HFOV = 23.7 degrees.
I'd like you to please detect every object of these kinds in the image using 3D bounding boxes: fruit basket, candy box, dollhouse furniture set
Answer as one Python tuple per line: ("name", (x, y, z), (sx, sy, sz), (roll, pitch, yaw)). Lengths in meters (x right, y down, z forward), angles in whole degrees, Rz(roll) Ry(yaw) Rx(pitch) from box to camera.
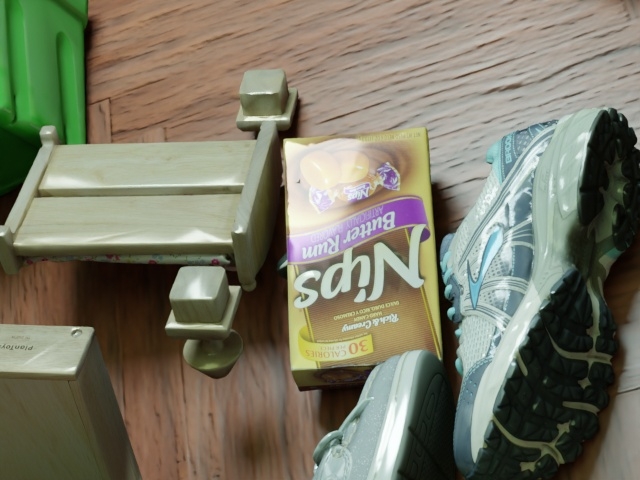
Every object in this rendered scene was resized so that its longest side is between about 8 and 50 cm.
("fruit basket", (-0.401, -0.192, 1.334), (0.392, 0.283, 0.392), (-3, 78, 16))
("candy box", (0.031, 0.013, 1.113), (0.109, 0.053, 0.186), (-5, 67, 5))
("dollhouse furniture set", (-0.185, 0.036, 1.197), (0.303, 0.174, 0.355), (1, 41, 12))

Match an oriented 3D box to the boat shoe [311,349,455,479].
("boat shoe", (0.008, 0.218, 0.993), (0.103, 0.118, 0.320), (10, 74, 26))

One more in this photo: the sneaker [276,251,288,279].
("sneaker", (0.000, 0.000, 1.174), (0.083, 0.031, 0.035), (-32, 48, -7))

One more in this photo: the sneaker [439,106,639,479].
("sneaker", (0.138, 0.042, 1.060), (0.122, 0.110, 0.283), (-3, 57, 43))
